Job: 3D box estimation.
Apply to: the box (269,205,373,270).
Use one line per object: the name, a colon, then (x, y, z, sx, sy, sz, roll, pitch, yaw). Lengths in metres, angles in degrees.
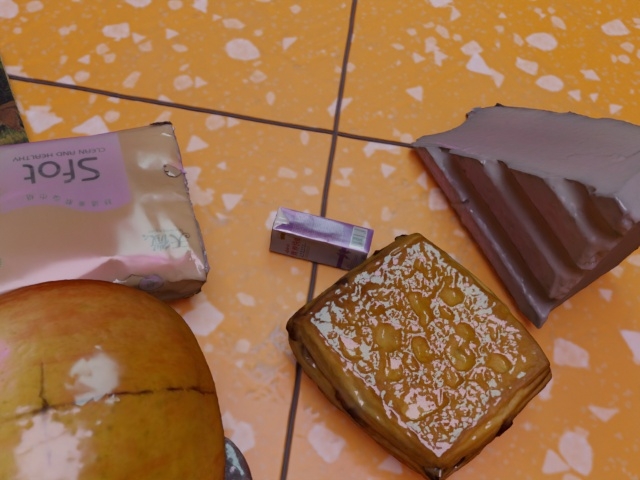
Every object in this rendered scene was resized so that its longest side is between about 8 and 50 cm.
box: (0.000, 0.000, 0.818, 0.117, 0.051, 0.036, 13, 55, 1)

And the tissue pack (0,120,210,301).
tissue pack: (-0.266, -0.012, 0.754, 0.256, 0.123, 0.215, -10, 63, -20)

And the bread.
bread: (0.102, 0.123, 0.745, 0.210, 0.099, 0.235, -35, 67, -24)

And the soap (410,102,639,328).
soap: (0.251, -0.097, 0.782, 0.158, 0.258, 0.302, -25, 68, -17)

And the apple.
apple: (-0.204, 0.167, 0.585, 0.233, 0.286, 0.286, -13, 65, -24)

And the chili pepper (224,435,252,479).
chili pepper: (-0.086, 0.265, 0.679, 0.050, 0.041, 0.153, 9, 44, -25)

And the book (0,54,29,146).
book: (-0.447, -0.138, 0.850, 0.160, 0.024, 0.228, -21, 68, -14)
